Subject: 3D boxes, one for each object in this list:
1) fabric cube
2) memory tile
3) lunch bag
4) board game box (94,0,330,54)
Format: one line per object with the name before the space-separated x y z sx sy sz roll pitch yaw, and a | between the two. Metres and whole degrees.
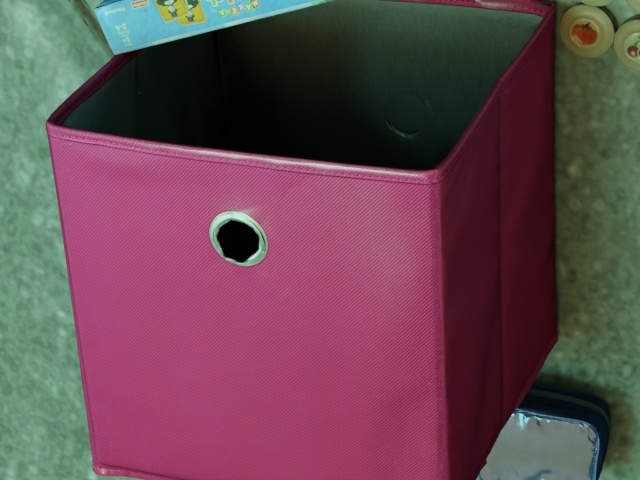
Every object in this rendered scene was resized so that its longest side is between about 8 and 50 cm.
fabric cube | 0.000 0.000 1.257 0.254 0.259 0.258 9 121 20
memory tile | 0.224 -0.151 1.216 0.148 0.012 0.113 17 123 17
lunch bag | 0.154 0.141 1.383 0.098 0.065 0.067 11 107 13
board game box | -0.015 -0.183 1.220 0.211 0.160 0.039 -9 115 30
